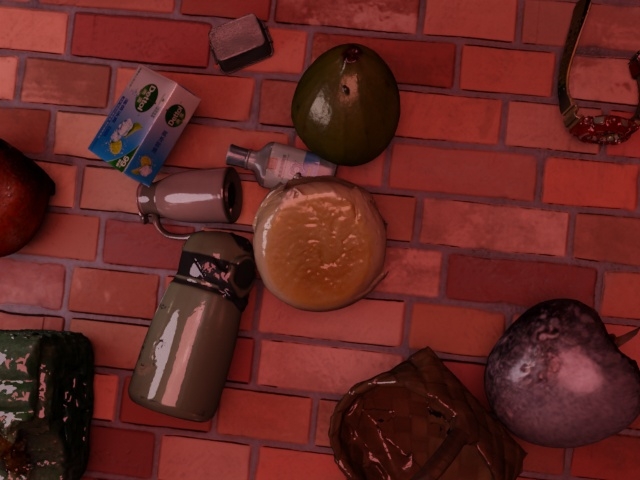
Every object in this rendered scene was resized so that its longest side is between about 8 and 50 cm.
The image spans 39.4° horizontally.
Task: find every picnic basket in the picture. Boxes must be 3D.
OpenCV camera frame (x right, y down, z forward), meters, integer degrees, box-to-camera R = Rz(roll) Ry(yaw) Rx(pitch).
[{"bbox_3d":[0.147,0.390,1.494,0.337,0.337,0.293,46,122,5],"label":"picnic basket"}]

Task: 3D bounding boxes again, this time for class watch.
[{"bbox_3d":[0.529,-0.309,1.652,0.164,0.102,0.268,14,79,-2],"label":"watch"}]

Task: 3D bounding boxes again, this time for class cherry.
[{"bbox_3d":[0.429,0.233,1.558,0.296,0.218,0.255,-37,88,15],"label":"cherry"}]

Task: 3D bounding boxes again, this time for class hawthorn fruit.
[{"bbox_3d":[-0.628,-0.068,1.664,0.215,0.215,0.250,27,94,5],"label":"hawthorn fruit"}]

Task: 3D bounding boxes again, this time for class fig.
[{"bbox_3d":[0.046,-0.253,1.614,0.203,0.225,0.203,0,61,1],"label":"fig"}]

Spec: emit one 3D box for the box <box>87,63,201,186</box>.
[{"bbox_3d":[-0.332,-0.217,1.681,0.139,0.073,0.194,31,89,41],"label":"box"}]

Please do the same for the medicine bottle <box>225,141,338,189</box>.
[{"bbox_3d":[-0.074,-0.138,1.695,0.208,0.054,0.090,15,91,4],"label":"medicine bottle"}]

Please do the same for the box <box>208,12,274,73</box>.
[{"bbox_3d":[-0.155,-0.380,1.709,0.122,0.069,0.084,-22,84,3],"label":"box"}]

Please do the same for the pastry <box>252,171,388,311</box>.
[{"bbox_3d":[0.001,0.002,1.623,0.264,0.133,0.265,1,103,3],"label":"pastry"}]

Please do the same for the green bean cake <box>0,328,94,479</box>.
[{"bbox_3d":[-0.514,0.311,1.578,0.169,0.300,0.308,1,86,4],"label":"green bean cake"}]

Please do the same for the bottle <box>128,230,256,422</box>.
[{"bbox_3d":[-0.224,0.148,1.636,0.168,0.168,0.347,17,85,5],"label":"bottle"}]

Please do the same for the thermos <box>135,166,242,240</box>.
[{"bbox_3d":[-0.253,-0.066,1.687,0.193,0.105,0.137,-2,106,14],"label":"thermos"}]
